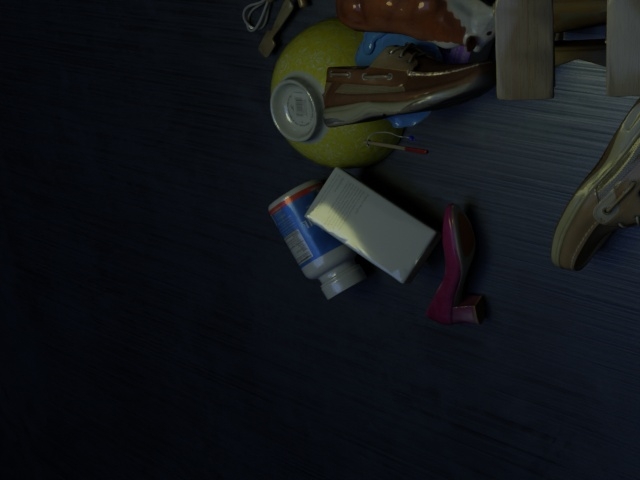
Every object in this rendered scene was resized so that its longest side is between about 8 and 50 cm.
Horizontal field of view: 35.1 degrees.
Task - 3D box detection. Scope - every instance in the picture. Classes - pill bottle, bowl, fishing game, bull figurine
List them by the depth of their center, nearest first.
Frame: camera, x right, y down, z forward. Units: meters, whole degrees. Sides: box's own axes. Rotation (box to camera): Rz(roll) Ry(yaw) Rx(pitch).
[{"bbox_3d":[0.141,-0.388,1.576,0.310,0.101,0.189,12,124,38],"label":"bull figurine"},{"bbox_3d":[0.134,-0.282,1.711,0.189,0.041,0.264,13,108,38],"label":"fishing game"},{"bbox_3d":[0.001,-0.256,1.867,0.289,0.156,0.290,19,120,37],"label":"bowl"},{"bbox_3d":[0.000,0.000,2.005,0.124,0.124,0.222,-34,84,46],"label":"pill bottle"}]

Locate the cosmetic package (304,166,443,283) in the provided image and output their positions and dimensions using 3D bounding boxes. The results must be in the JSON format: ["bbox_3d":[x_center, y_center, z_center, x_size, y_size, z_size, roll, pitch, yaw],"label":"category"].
[{"bbox_3d":[0.098,-0.028,1.875,0.231,0.085,0.117,35,97,15],"label":"cosmetic package"}]

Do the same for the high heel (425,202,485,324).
[{"bbox_3d":[0.225,0.045,1.844,0.117,0.082,0.244,2,122,33],"label":"high heel"}]

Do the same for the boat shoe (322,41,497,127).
[{"bbox_3d":[0.128,-0.259,1.622,0.324,0.123,0.117,-6,95,37],"label":"boat shoe"}]

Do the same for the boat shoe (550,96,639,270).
[{"bbox_3d":[0.464,-0.070,1.534,0.110,0.121,0.341,41,130,24],"label":"boat shoe"}]

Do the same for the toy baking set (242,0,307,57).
[{"bbox_3d":[-0.099,-0.494,1.950,0.196,0.030,0.256,-10,101,48],"label":"toy baking set"}]

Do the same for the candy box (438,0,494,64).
[{"bbox_3d":[0.190,-0.350,1.705,0.196,0.070,0.165,35,130,27],"label":"candy box"}]

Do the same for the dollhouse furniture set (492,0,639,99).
[{"bbox_3d":[0.424,-0.348,1.297,0.394,0.362,0.257,1,110,16],"label":"dollhouse furniture set"}]
